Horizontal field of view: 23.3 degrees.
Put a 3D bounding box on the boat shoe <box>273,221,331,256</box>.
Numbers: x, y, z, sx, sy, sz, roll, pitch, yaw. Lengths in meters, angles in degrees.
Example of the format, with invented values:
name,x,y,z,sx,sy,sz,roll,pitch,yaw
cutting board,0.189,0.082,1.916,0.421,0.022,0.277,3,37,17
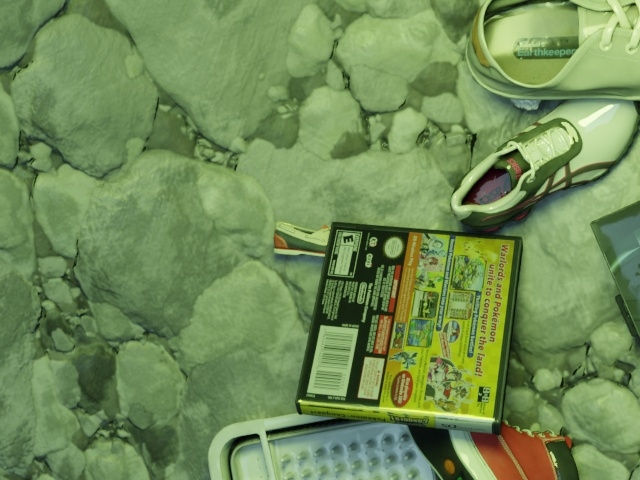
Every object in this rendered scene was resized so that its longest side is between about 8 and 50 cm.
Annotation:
name,x,y,z,sx,sy,sz,roll,pitch,yaw
boat shoe,0.000,0.000,2.061,0.137,0.049,0.043,4,91,24

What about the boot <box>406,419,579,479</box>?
name,x,y,z,sx,sy,sz,roll,pitch,yaw
boot,0.216,0.236,1.949,0.244,0.176,0.088,59,143,18

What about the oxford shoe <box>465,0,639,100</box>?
name,x,y,z,sx,sy,sz,roll,pitch,yaw
oxford shoe,0.383,-0.246,1.820,0.449,0.130,0.169,-4,79,18

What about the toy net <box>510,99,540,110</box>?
name,x,y,z,sx,sy,sz,roll,pitch,yaw
toy net,0.272,-0.281,1.955,0.122,0.045,0.232,-4,92,18

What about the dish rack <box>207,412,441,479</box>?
name,x,y,z,sx,sy,sz,roll,pitch,yaw
dish rack,0.032,0.358,2.050,0.332,0.072,0.286,-12,87,20

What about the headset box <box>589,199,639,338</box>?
name,x,y,z,sx,sy,sz,roll,pitch,yaw
headset box,0.486,0.039,1.843,0.283,0.131,0.246,-26,84,19

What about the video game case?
name,x,y,z,sx,sy,sz,roll,pitch,yaw
video game case,0.114,0.104,1.928,0.248,0.035,0.275,5,55,11

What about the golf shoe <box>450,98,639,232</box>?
name,x,y,z,sx,sy,sz,roll,pitch,yaw
golf shoe,0.279,-0.100,1.919,0.273,0.120,0.105,-38,78,16
